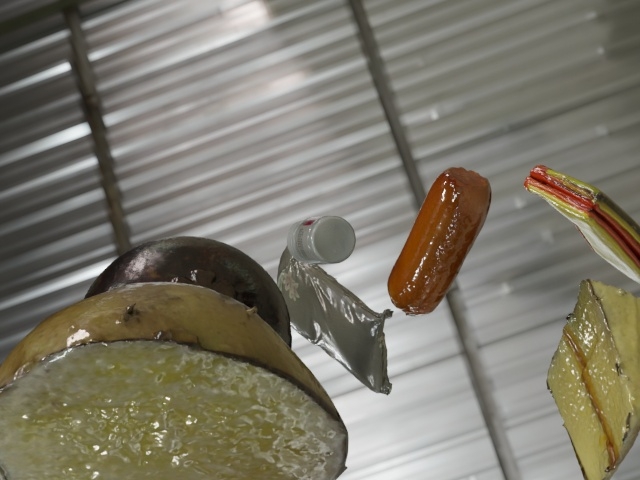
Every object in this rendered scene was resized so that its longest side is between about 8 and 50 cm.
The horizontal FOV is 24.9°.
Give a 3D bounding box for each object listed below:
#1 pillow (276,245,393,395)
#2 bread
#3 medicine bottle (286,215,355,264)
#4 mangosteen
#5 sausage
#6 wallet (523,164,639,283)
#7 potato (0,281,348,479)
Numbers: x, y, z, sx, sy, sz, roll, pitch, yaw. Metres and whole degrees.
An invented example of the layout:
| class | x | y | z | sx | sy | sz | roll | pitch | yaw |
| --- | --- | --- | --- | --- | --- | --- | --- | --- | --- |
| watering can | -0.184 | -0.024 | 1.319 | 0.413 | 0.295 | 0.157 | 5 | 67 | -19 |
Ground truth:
| class | x | y | z | sx | sy | sz | roll | pitch | yaw |
| --- | --- | --- | --- | --- | --- | --- | --- | --- | --- |
| pillow | 0.013 | 0.112 | 2.142 | 0.255 | 0.059 | 0.169 | 37 | 136 | 39 |
| bread | 0.344 | 0.196 | 1.821 | 0.240 | 0.135 | 0.178 | 101 | -166 | -50 |
| medicine bottle | 0.000 | 0.000 | 1.748 | 0.091 | 0.058 | 0.058 | -3 | 109 | 69 |
| mangosteen | -0.178 | 0.132 | 1.860 | 0.288 | 0.288 | 0.288 | -20 | -90 | -84 |
| sausage | 0.140 | 0.005 | 1.734 | 0.076 | 0.076 | 0.198 | -96 | 29 | -66 |
| wallet | 0.398 | -0.026 | 2.060 | 0.141 | 0.067 | 0.241 | 35 | 179 | 45 |
| potato | -0.123 | 0.120 | 1.100 | 0.299 | 0.239 | 0.116 | 29 | -148 | -37 |
